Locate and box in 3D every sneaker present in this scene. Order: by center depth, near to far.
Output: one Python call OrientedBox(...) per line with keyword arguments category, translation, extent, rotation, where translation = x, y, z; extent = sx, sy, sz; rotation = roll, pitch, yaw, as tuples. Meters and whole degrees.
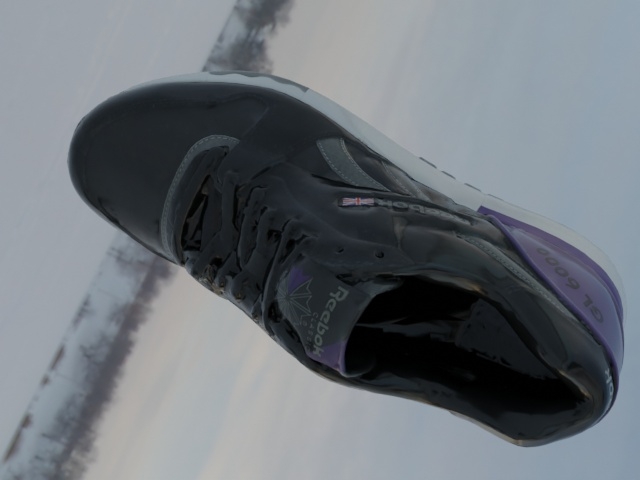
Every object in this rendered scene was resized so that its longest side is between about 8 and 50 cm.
OrientedBox(category="sneaker", translation=(0.000, 0.000, 0.430), extent=(0.124, 0.283, 0.107), rotation=(-40, 149, -68))
